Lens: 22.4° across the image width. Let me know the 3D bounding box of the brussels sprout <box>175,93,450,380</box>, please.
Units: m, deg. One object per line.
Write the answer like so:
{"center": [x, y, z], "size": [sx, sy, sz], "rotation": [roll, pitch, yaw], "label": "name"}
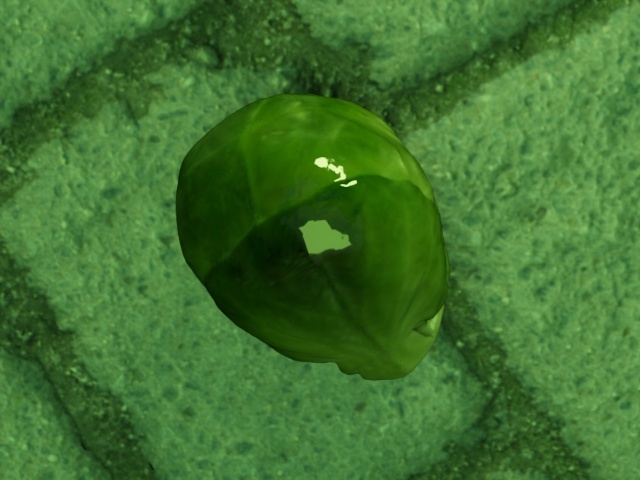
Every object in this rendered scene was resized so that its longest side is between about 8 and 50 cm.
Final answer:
{"center": [0.003, 0.000, 1.887], "size": [0.289, 0.281, 0.354], "rotation": [-31, 113, 14], "label": "brussels sprout"}
